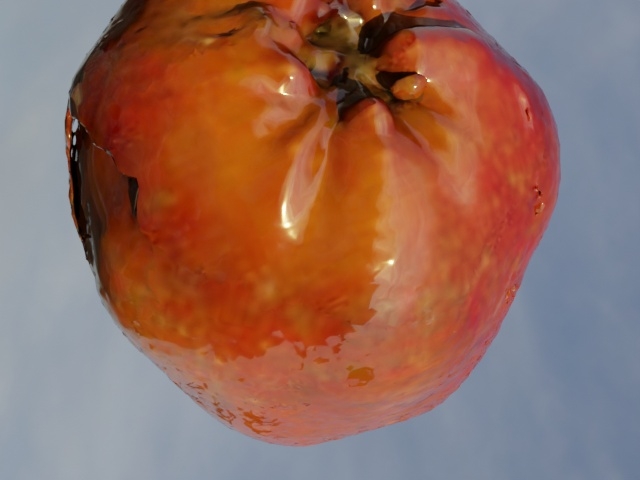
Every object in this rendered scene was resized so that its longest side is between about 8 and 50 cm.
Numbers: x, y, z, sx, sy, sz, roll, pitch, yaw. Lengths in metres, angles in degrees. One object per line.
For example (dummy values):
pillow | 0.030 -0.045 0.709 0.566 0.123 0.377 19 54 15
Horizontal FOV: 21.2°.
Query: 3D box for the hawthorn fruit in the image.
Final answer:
hawthorn fruit | 0.000 0.000 0.778 0.299 0.211 0.211 80 10 -57
